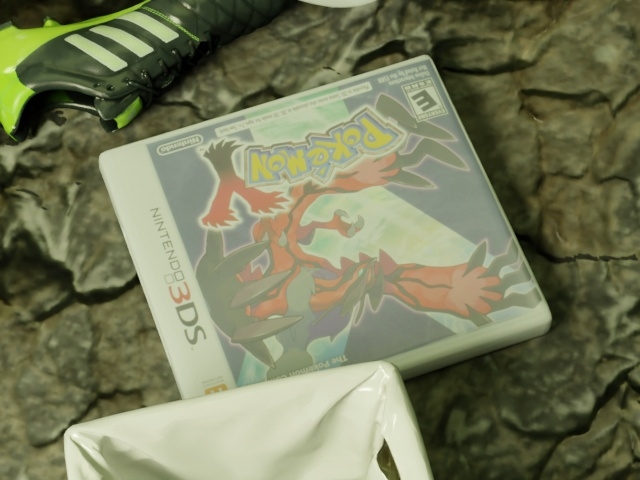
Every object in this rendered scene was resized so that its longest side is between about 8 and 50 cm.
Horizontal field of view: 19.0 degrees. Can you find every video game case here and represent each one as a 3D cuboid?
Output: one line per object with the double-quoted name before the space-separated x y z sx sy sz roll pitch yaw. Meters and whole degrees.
"video game case" 0.000 0.000 1.048 0.201 0.023 0.183 -17 63 -10

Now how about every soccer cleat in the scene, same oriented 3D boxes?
"soccer cleat" -0.102 -0.103 1.090 0.179 0.060 0.072 -16 72 -2

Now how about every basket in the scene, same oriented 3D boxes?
"basket" -0.031 0.141 0.925 0.167 0.103 0.113 -11 62 -7

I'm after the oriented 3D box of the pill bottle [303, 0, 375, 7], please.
"pill bottle" 0.050 -0.295 1.125 0.176 0.176 0.318 22 63 11
